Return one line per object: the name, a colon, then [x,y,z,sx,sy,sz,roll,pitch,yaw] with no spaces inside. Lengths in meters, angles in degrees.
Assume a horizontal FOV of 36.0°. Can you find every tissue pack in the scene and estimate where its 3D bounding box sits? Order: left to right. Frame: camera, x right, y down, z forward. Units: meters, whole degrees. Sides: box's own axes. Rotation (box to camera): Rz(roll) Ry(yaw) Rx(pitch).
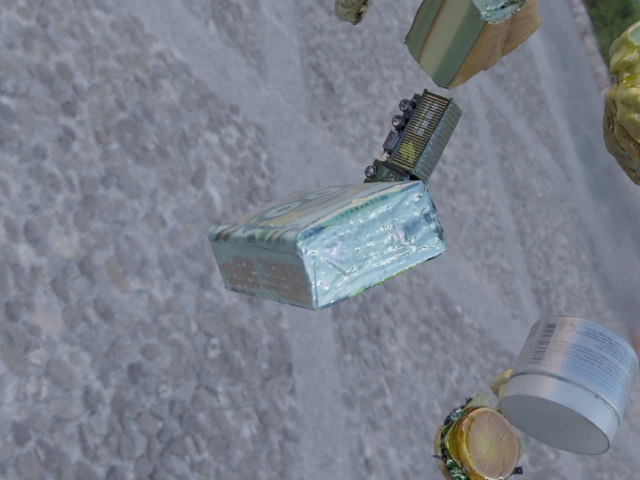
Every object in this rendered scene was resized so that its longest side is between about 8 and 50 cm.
tissue pack: [0.000,0.000,1.460,0.228,0.311,0.128,-23,102,-26]

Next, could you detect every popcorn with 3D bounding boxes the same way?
popcorn: [0.357,-0.129,0.923,0.197,0.155,0.197,9,72,-30]

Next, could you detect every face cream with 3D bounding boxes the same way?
face cream: [0.383,0.221,1.515,0.177,0.177,0.153,48,58,-32]

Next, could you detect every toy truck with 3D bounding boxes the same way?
toy truck: [0.202,-0.208,2.210,0.121,0.259,0.088,27,-2,32]

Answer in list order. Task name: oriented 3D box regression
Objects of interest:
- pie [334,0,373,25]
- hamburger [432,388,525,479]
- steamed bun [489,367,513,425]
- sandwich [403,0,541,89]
pie: [0.121,-0.573,1.918,0.083,0.339,0.339,27,27,1]
hamburger: [0.272,0.362,1.726,0.189,0.093,0.164,-30,89,-36]
steamed bun: [0.532,0.422,2.578,0.106,0.192,0.177,-61,156,-48]
sandwich: [0.263,-0.408,1.794,0.155,0.227,0.198,54,8,17]
